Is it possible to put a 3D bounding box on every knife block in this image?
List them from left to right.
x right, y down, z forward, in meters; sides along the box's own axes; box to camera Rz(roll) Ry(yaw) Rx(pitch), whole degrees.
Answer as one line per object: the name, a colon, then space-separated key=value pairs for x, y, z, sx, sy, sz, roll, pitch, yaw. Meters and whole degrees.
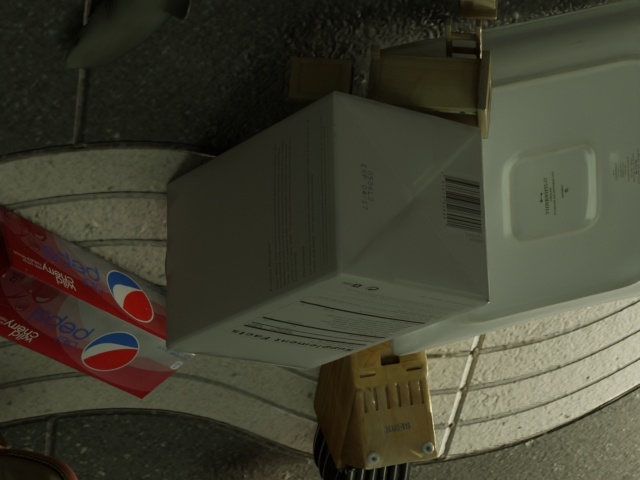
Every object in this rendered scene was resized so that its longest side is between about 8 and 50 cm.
knife block: x=0.045 y=0.179 z=2.255 sx=0.088 sy=0.242 sz=0.275 roll=-8 pitch=93 yaw=-18

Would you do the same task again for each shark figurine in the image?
shark figurine: x=-0.142 y=-0.246 z=1.672 sx=0.166 sy=0.116 sz=0.278 roll=-14 pitch=141 yaw=-12

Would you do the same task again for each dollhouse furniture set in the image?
dollhouse furniture set: x=0.073 y=-0.188 z=1.859 sx=0.182 sy=0.161 sz=0.101 roll=4 pitch=166 yaw=7

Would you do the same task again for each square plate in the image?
square plate: x=0.227 y=-0.060 z=2.006 sx=0.344 sy=0.049 sz=0.347 roll=-13 pitch=119 yaw=-13

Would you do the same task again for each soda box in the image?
soda box: x=-0.249 y=0.065 z=1.972 sx=0.083 sy=0.092 sz=0.263 roll=-40 pitch=137 yaw=20

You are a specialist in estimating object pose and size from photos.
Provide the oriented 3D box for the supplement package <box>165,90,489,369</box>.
supplement package: x=0.000 y=0.000 z=1.866 sx=0.175 sy=0.177 sz=0.293 roll=11 pitch=159 yaw=-34

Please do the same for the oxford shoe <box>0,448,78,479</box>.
oxford shoe: x=-0.405 y=0.287 z=2.009 sx=0.348 sy=0.123 sz=0.130 roll=-12 pitch=175 yaw=26

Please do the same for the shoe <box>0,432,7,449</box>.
shoe: x=-0.399 y=0.178 z=2.037 sx=0.058 sy=0.076 sz=0.219 roll=-32 pitch=141 yaw=3
